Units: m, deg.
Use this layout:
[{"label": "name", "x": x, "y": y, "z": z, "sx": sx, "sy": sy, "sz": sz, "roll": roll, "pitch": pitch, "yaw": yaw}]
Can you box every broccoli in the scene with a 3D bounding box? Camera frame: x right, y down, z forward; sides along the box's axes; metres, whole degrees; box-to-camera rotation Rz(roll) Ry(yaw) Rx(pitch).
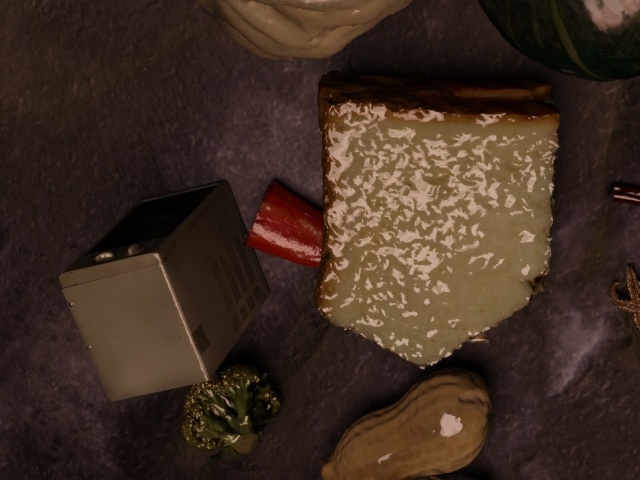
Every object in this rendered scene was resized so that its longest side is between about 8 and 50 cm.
[{"label": "broccoli", "x": -0.112, "y": 0.218, "z": 1.752, "sx": 0.131, "sy": 0.120, "sz": 0.130, "roll": -29, "pitch": 126, "yaw": -8}]

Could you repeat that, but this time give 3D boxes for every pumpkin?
[{"label": "pumpkin", "x": 0.288, "y": -0.302, "z": 1.346, "sx": 0.300, "sy": 0.207, "sz": 0.300, "roll": -17, "pitch": 65, "yaw": 42}]

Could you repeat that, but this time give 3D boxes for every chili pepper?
[{"label": "chili pepper", "x": 0.001, "y": -0.004, "z": 1.665, "sx": 0.169, "sy": 0.065, "sz": 0.088, "roll": 21, "pitch": 94, "yaw": -1}]

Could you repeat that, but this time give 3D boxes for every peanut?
[{"label": "peanut", "x": 0.112, "y": 0.248, "z": 1.704, "sx": 0.123, "sy": 0.123, "sz": 0.256, "roll": 48, "pitch": 122, "yaw": -6}]

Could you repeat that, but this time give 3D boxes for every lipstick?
[{"label": "lipstick", "x": 0.407, "y": -0.039, "z": 1.547, "sx": 0.176, "sy": 0.027, "sz": 0.027, "roll": 12, "pitch": 115, "yaw": 13}]

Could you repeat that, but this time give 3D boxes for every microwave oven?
[{"label": "microwave oven", "x": -0.177, "y": 0.061, "z": 1.637, "sx": 0.145, "sy": 0.240, "sz": 0.194, "roll": -11, "pitch": 109, "yaw": 19}]

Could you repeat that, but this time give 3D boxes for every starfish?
[{"label": "starfish", "x": 0.378, "y": 0.071, "z": 1.599, "sx": 0.091, "sy": 0.028, "sz": 0.078, "roll": 14, "pitch": 113, "yaw": 5}]

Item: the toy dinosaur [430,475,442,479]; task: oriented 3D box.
[{"label": "toy dinosaur", "x": 0.143, "y": 0.316, "z": 1.701, "sx": 0.108, "sy": 0.220, "sz": 0.032, "roll": -37, "pitch": 55, "yaw": 44}]

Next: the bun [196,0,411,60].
[{"label": "bun", "x": -0.065, "y": -0.328, "z": 1.387, "sx": 0.211, "sy": 0.360, "sz": 0.360, "roll": -45, "pitch": 96, "yaw": -5}]

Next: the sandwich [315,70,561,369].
[{"label": "sandwich", "x": 0.126, "y": -0.024, "z": 1.556, "sx": 0.262, "sy": 0.131, "sz": 0.325, "roll": 1, "pitch": 111, "yaw": 2}]
